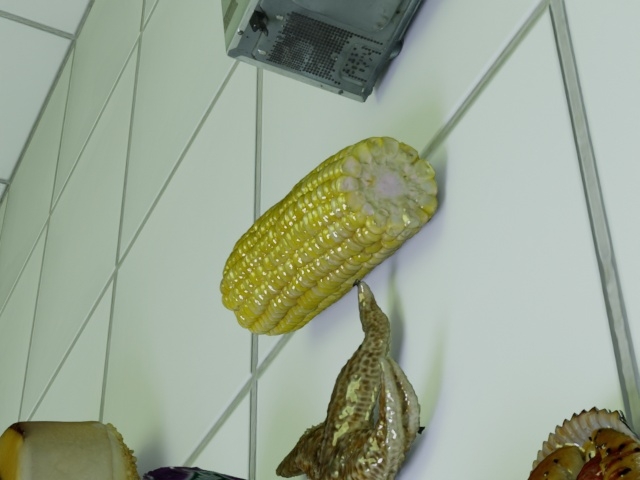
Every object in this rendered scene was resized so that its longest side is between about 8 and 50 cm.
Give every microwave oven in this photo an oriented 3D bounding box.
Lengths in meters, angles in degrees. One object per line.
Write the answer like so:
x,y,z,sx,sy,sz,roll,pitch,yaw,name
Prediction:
0.026,-0.264,1.131,0.240,0.145,0.194,-61,26,31,microwave oven

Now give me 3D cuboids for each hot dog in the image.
0.137,0.155,0.633,0.192,0.053,0.099,-101,30,-56,hot dog

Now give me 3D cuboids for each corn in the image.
0.000,0.000,1.065,0.244,0.093,0.093,-41,37,52,corn

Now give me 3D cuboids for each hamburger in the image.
-0.285,0.330,1.446,0.302,0.170,0.302,-47,32,42,hamburger

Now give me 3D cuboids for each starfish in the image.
0.005,0.165,0.966,0.236,0.062,0.277,135,149,-55,starfish

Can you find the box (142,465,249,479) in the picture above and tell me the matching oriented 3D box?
-0.120,0.351,1.024,0.134,0.097,0.345,18,-97,-86,box
